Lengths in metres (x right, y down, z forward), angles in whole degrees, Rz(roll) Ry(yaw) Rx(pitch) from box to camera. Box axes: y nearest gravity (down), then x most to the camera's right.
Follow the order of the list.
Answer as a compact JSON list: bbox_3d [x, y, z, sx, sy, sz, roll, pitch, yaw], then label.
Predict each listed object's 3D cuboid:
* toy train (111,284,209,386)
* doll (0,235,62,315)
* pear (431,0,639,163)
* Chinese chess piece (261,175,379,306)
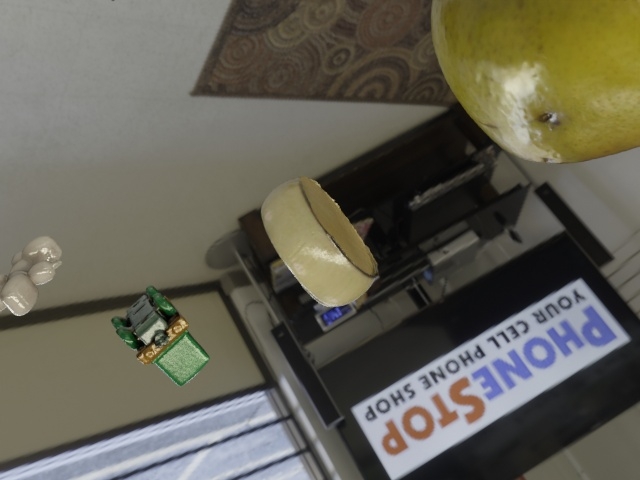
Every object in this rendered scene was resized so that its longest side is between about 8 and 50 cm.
[{"bbox_3d":[-0.251,0.152,1.095,0.091,0.136,0.227,-43,-163,-12],"label":"toy train"},{"bbox_3d":[-0.498,0.056,1.156,0.160,0.160,0.059,-54,127,-37],"label":"doll"},{"bbox_3d":[0.249,-0.265,0.694,0.191,0.386,0.341,26,94,-34],"label":"pear"},{"bbox_3d":[0.000,0.000,1.247,0.103,0.250,0.249,-35,155,14],"label":"Chinese chess piece"}]
